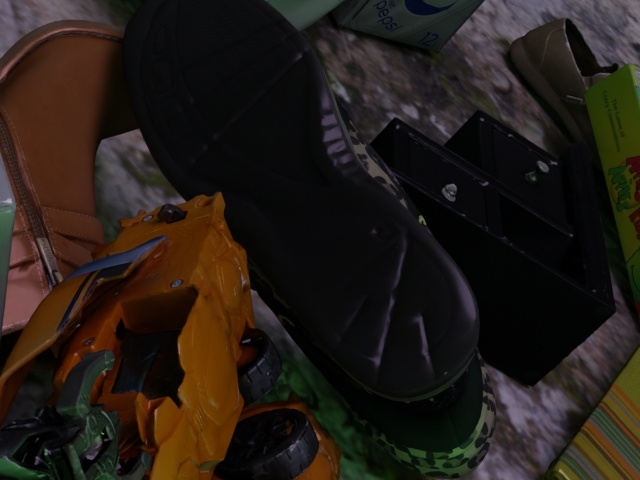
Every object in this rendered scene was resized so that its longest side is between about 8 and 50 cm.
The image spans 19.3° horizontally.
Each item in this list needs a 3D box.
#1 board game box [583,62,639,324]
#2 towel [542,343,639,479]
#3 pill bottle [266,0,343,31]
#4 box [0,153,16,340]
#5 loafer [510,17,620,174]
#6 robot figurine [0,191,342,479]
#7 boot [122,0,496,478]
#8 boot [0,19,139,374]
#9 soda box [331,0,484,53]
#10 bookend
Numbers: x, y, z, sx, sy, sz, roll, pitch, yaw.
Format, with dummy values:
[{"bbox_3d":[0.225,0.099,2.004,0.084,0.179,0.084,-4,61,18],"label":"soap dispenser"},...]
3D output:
[{"bbox_3d":[0.235,-0.019,1.227,0.092,0.043,0.181,15,55,-40],"label":"board game box"},{"bbox_3d":[0.205,0.107,1.061,0.102,0.021,0.237,49,41,-2],"label":"towel"},{"bbox_3d":[-0.094,-0.300,1.060,0.363,0.210,0.210,48,31,7],"label":"pill bottle"},{"bbox_3d":[-0.196,-0.039,0.693,0.130,0.091,0.170,-8,54,-20],"label":"box"},{"bbox_3d":[0.193,-0.095,1.304,0.148,0.050,0.056,47,31,6],"label":"loafer"},{"bbox_3d":[-0.062,0.118,0.672,0.291,0.085,0.211,-70,141,-57],"label":"robot figurine"},{"bbox_3d":[-0.001,0.002,0.875,0.236,0.085,0.178,53,-5,25],"label":"boot"},{"bbox_3d":[-0.118,-0.016,0.827,0.197,0.073,0.152,-13,60,-42],"label":"boot"},{"bbox_3d":[0.017,-0.264,1.263,0.098,0.091,0.286,10,44,-43],"label":"soda box"},{"bbox_3d":[0.079,-0.023,1.060,0.156,0.072,0.157,31,32,-20],"label":"bookend"}]
